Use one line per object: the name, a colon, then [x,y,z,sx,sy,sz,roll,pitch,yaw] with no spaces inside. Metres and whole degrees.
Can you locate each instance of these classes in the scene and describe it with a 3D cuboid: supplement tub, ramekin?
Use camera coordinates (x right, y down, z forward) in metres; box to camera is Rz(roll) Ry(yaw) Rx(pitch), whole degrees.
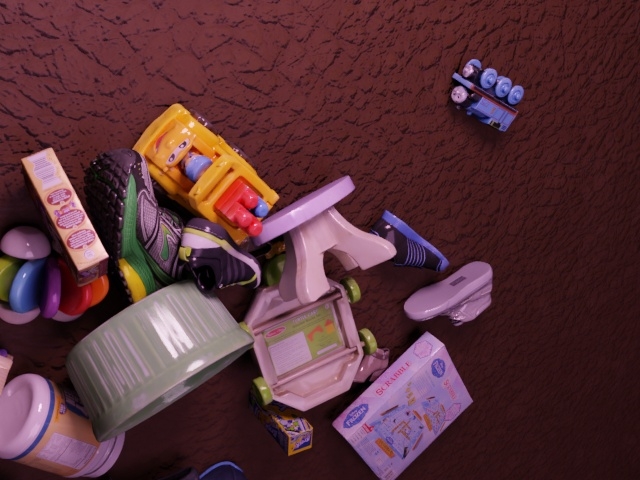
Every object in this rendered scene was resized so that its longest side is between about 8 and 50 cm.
supplement tub: [-0.454,0.326,1.410,0.144,0.144,0.200,-53,134,0]
ramekin: [-0.277,0.193,1.375,0.303,0.148,0.303,-33,173,-5]

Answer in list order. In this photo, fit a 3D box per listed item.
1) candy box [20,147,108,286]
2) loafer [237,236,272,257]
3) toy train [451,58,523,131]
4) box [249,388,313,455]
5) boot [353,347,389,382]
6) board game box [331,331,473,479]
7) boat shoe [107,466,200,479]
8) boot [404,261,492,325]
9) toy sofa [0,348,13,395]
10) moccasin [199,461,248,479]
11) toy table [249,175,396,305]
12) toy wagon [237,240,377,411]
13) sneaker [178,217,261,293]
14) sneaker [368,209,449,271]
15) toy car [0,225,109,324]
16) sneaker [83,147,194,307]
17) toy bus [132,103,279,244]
candy box: [-0.380,-0.032,1.215,0.053,0.186,0.109,-28,173,-22]
loafer: [-0.154,0.017,1.522,0.148,0.050,0.056,-24,127,-24]
toy train: [0.345,-0.301,1.697,0.184,0.080,0.105,17,110,-42]
box: [-0.085,0.369,1.697,0.059,0.169,0.054,-13,123,-30]
boot: [0.108,0.283,1.886,0.119,0.042,0.086,10,105,-44]
board game box: [0.211,0.421,2.003,0.318,0.066,0.318,-42,139,-10]
boat shoe: [-0.388,0.515,1.596,0.340,0.127,0.112,-5,91,-22]
boot: [0.310,0.156,1.921,0.258,0.095,0.123,-25,121,-25]
toy sofa: [-0.639,0.320,1.288,0.150,0.177,0.362,28,97,-19]
moccasin: [-0.291,0.616,1.721,0.342,0.117,0.137,-47,133,-6]
toy table: [0.000,0.000,1.475,0.274,0.252,0.160,-33,97,-46]
toy wagon: [-0.041,0.161,1.631,0.267,0.068,0.344,-22,101,-22]
sneaker: [-0.177,0.047,1.356,0.234,0.084,0.097,50,55,-57]
sneaker: [0.185,0.023,1.767,0.232,0.081,0.090,36,94,-37]
toy car: [-0.424,0.068,1.288,0.182,0.136,0.159,1,115,-37]
sneaker: [-0.285,-0.027,1.321,0.146,0.134,0.343,-27,148,-21]
toy bus: [-0.175,-0.092,1.334,0.149,0.211,0.220,-49,132,-2]
